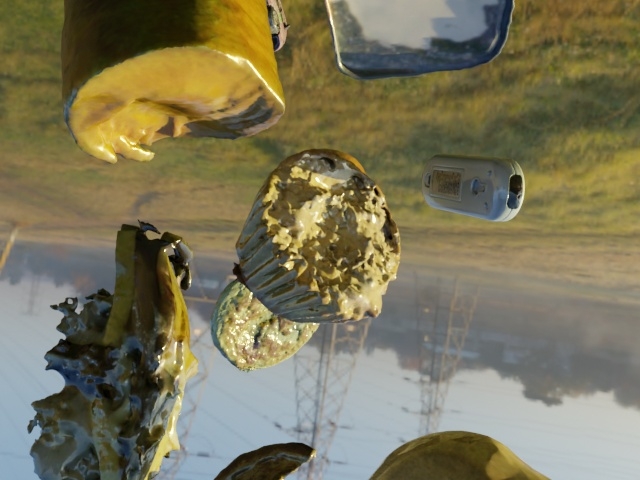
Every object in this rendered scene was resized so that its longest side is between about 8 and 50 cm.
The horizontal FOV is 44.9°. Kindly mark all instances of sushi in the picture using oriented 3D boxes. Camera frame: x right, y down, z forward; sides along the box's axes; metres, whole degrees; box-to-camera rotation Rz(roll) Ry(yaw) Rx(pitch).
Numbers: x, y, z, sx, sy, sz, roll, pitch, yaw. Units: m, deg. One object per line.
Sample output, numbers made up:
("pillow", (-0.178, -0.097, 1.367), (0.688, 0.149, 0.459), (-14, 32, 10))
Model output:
("sushi", (-0.186, 0.133, 0.725), (0.131, 0.291, 0.139), (7, 168, 3))

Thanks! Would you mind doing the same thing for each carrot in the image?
("carrot", (-0.085, -0.165, 0.426), (0.114, 0.301, 0.114), (-7, 145, -5))

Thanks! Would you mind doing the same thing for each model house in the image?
("model house", (0.083, -0.361, 0.799), (0.190, 0.300, 0.271), (-9, 138, 4))

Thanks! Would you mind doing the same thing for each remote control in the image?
("remote control", (0.209, -0.079, 1.106), (0.047, 0.087, 0.244), (6, -174, -19))

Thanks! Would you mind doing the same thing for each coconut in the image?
("coconut", (0.127, 0.272, 0.641), (0.224, 0.224, 0.224), (8, 176, 1))

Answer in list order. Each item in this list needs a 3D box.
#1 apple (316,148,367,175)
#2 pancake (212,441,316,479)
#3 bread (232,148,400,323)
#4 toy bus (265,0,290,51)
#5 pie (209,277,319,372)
("apple", (0.009, -0.103, 1.775), (0.211, 0.211, 0.188), (6, -144, 25))
("pancake", (-0.075, 0.312, 0.870), (0.184, 0.020, 0.190), (-26, -144, 0))
("bread", (0.000, 0.000, 1.162), (0.274, 0.274, 0.149), (11, 151, -42))
("toy bus", (-0.111, -0.343, 1.016), (0.096, 0.199, 0.108), (-11, -155, 14))
("pie", (-0.089, 0.131, 1.374), (0.240, 0.240, 0.054), (11, -157, -40))
